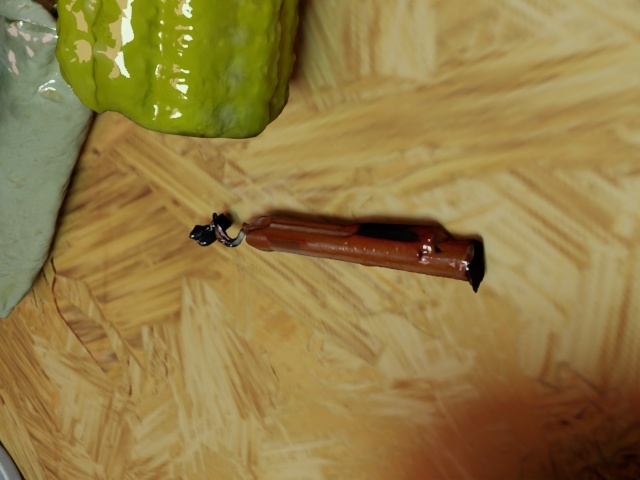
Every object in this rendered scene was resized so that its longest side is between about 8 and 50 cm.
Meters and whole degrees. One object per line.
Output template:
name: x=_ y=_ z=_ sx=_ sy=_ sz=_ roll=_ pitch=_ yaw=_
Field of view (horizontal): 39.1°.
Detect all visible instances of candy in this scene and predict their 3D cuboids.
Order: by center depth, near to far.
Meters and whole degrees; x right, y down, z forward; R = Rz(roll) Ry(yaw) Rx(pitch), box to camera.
candy: x=-0.050 y=-0.141 z=0.344 sx=0.094 sy=0.106 sz=0.198 roll=16 pitch=119 yaw=13

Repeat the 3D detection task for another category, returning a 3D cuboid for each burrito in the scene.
burrito: x=-0.186 y=-0.043 z=0.543 sx=0.082 sy=0.059 sz=0.275 roll=48 pitch=135 yaw=19

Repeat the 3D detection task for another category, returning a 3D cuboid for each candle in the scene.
candle: x=0.000 y=-0.001 z=0.433 sx=0.168 sy=0.021 sz=0.026 roll=8 pitch=138 yaw=37

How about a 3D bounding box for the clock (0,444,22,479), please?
clock: x=-0.342 y=0.237 z=0.729 sx=0.068 sy=0.197 sz=0.196 roll=-34 pitch=89 yaw=44
